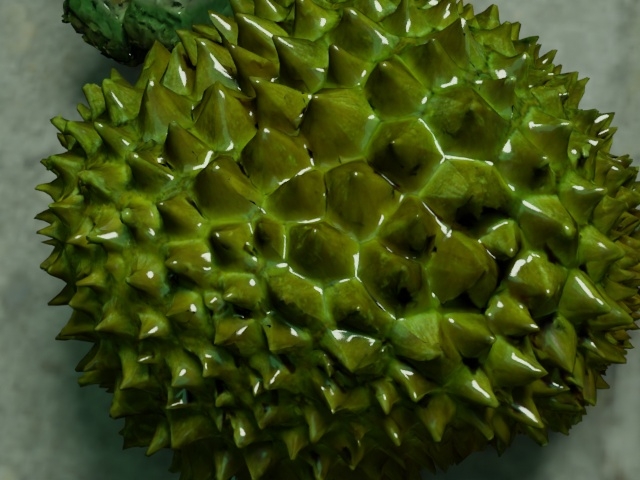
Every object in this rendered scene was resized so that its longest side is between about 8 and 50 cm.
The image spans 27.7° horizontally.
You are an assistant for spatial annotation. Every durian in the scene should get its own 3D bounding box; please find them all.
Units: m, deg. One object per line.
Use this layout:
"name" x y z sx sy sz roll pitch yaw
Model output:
"durian" 0.003 -0.001 0.494 0.237 0.176 0.200 -12 50 19

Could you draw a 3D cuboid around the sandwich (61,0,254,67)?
"sandwich" -0.017 -0.189 0.570 0.079 0.159 0.235 32 60 24
